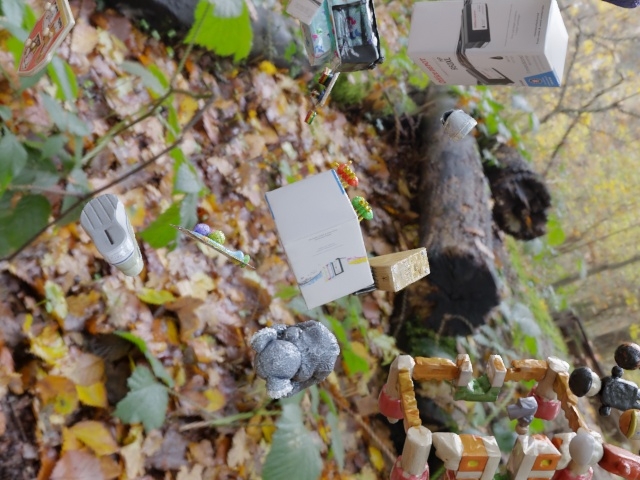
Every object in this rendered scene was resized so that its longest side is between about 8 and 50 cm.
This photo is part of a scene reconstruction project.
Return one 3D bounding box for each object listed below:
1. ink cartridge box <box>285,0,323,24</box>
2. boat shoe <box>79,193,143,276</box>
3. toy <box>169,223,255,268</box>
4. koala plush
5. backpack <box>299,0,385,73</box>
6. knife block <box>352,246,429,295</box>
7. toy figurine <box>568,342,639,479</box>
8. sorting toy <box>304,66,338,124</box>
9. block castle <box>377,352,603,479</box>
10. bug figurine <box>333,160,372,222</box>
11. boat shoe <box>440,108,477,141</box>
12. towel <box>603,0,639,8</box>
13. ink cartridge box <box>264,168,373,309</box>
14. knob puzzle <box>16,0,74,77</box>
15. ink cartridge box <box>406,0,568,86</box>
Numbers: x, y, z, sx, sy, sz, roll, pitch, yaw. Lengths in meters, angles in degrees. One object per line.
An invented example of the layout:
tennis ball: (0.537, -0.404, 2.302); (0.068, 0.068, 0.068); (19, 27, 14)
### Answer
ink cartridge box: (-0.006, -0.487, 1.290); (0.056, 0.135, 0.099); (26, 56, -13)
boat shoe: (-0.492, -0.012, 1.631); (0.302, 0.109, 0.094); (52, -13, 52)
toy: (-0.296, 0.000, 1.951); (0.237, 0.056, 0.137); (37, -13, -32)
koala plush: (-0.085, 0.292, 1.731); (0.221, 0.203, 0.196); (2, 70, -56)
backpack: (0.044, -0.538, 1.653); (0.225, 0.191, 0.254); (-130, -144, -82)
knife block: (0.192, 0.102, 2.303); (0.275, 0.242, 0.088); (-24, 108, -41)
toy figurine: (0.539, 0.297, 1.216); (0.209, 0.148, 0.213); (113, -4, -55)
sorting toy: (0.013, -0.509, 2.246); (0.046, 0.275, 0.132); (26, 5, -10)
block castle: (0.373, 0.432, 1.579); (0.303, 0.453, 0.213); (-96, -170, -54)
bug figurine: (0.062, -0.117, 2.285); (0.216, 0.279, 0.072); (52, 36, 11)
boat shoe: (0.364, -0.317, 1.850); (0.081, 0.079, 0.227); (44, 10, -1)
towel: (0.654, -0.632, 1.616); (0.227, 0.076, 0.308); (27, 15, 17)
ink cartridge box: (0.000, 0.000, 1.542); (0.233, 0.168, 0.171); (73, -5, -48)
knob puzzle: (-0.601, -0.431, 1.478); (0.030, 0.213, 0.213); (27, 40, -43)
ink cartridge box: (0.484, -0.566, 2.005); (0.285, 0.394, 0.166); (16, 83, -61)
